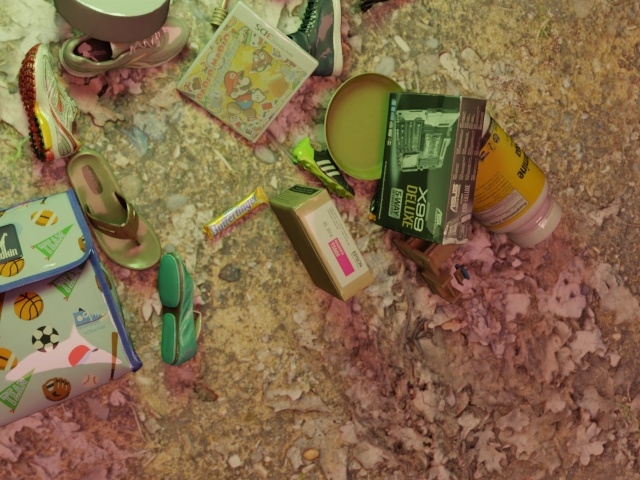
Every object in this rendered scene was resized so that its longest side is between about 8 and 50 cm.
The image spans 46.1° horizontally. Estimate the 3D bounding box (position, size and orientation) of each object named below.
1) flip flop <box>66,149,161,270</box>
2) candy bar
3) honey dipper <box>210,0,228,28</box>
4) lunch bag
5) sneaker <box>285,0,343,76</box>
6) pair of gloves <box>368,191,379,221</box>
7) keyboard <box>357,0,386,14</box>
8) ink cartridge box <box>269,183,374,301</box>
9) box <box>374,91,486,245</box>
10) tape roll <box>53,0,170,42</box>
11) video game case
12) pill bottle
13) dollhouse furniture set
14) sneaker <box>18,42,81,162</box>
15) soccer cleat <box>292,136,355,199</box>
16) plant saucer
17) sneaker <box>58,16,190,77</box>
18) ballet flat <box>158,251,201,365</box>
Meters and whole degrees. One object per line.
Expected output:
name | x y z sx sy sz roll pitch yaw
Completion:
flip flop | -0.420 -0.056 1.526 0.112 0.080 0.277 -29 106 -15
candy bar | -0.186 -0.058 1.647 0.161 0.018 0.040 -36 107 -13
honey dipper | -0.194 -0.525 1.578 0.030 0.030 0.161 17 89 -21
lunch bag | -0.556 0.126 1.427 0.327 0.239 0.386 -20 87 -16
sneaker | -0.040 -0.459 1.609 0.163 0.086 0.226 -11 104 -21
pair of gloves | 0.155 -0.075 1.775 0.083 0.010 0.074 13 93 -19
keyboard | 0.159 -0.607 1.644 0.317 0.033 0.202 -25 133 -32
ink cartridge box | 0.000 0.000 1.629 0.088 0.193 0.235 -32 107 -13
box | 0.233 -0.161 1.632 0.076 0.242 0.308 0 102 -31
tape roll | -0.393 -0.482 1.427 0.219 0.072 0.219 9 58 -15
video game case | -0.152 -0.345 1.566 0.206 0.026 0.227 34 112 -21
pill bottle | 0.410 -0.140 1.766 0.334 0.188 0.188 41 82 -20
dollhouse furniture set | 0.285 0.031 1.793 0.129 0.129 0.184 -45 133 -10
sneaker | -0.527 -0.270 1.470 0.092 0.088 0.226 -15 103 -39
soccer cleat | 0.017 -0.161 1.690 0.179 0.060 0.072 38 71 -20
plant saucer | 0.106 -0.258 1.704 0.240 0.037 0.241 -6 102 -28
sneaker | -0.377 -0.381 1.479 0.262 0.121 0.099 -21 104 -17
ballet flat | -0.297 0.142 1.608 0.087 0.083 0.248 -8 102 -49
